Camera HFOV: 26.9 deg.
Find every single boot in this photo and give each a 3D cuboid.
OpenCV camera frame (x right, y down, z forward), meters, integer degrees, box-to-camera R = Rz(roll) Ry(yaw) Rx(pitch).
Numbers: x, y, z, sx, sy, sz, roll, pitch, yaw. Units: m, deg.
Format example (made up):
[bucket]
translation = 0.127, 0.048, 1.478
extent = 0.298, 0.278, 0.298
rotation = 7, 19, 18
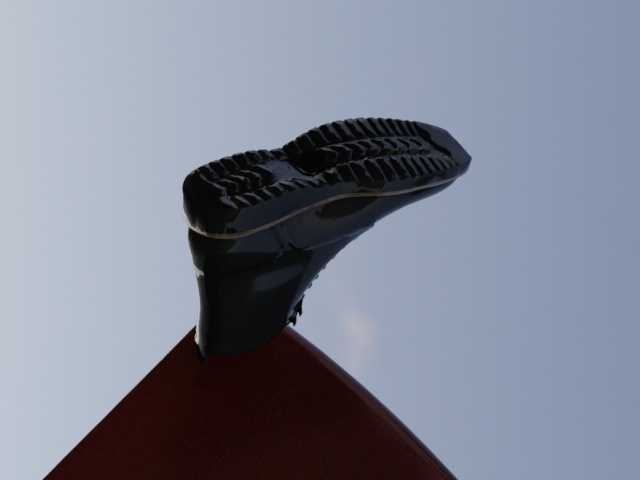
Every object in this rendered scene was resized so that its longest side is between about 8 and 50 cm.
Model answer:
[boot]
translation = 0.000, 0.000, 0.891
extent = 0.077, 0.198, 0.137
rotation = -125, -149, -47

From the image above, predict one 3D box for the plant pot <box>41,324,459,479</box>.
[plant pot]
translation = -0.035, 0.245, 0.923
extent = 0.235, 0.267, 0.267
rotation = 24, -42, 24
